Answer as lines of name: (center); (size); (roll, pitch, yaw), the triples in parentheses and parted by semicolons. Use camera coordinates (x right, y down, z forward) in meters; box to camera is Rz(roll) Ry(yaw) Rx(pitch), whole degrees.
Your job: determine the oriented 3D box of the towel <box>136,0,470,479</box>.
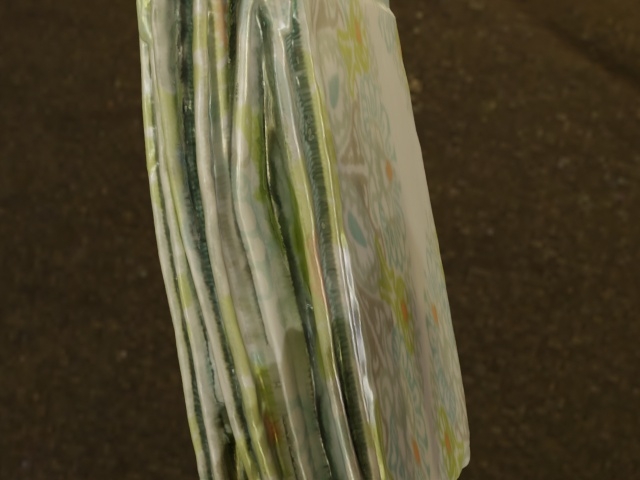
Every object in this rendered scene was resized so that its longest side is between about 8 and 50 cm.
towel: (0.000, 0.000, 0.888); (0.090, 0.320, 0.374); (-9, 1, 12)
